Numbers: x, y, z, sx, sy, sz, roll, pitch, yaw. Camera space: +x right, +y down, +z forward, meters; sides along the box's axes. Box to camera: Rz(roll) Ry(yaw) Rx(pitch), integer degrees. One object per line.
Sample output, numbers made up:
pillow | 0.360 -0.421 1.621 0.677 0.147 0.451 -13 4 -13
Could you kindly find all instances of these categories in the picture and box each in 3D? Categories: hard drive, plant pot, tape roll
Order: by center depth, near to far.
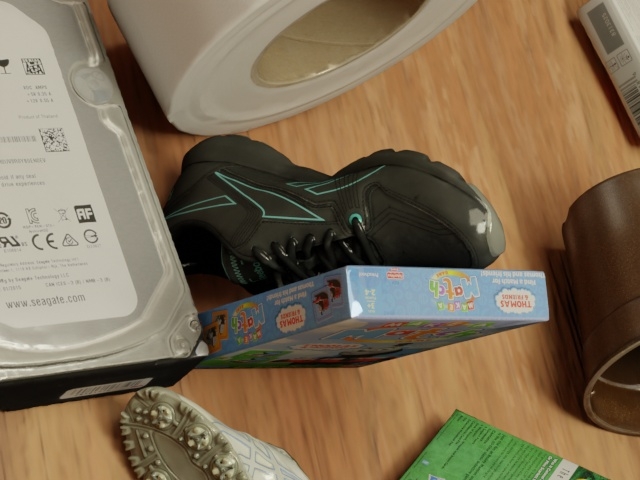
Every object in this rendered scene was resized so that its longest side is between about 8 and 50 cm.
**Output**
hard drive | -0.230 -0.053 1.272 0.237 0.064 0.339 -5 65 -38
tape roll | -0.003 -0.189 1.367 0.286 0.286 0.100 -16 72 -41
plant pot | 0.270 0.041 1.513 0.167 0.167 0.165 12 49 -30

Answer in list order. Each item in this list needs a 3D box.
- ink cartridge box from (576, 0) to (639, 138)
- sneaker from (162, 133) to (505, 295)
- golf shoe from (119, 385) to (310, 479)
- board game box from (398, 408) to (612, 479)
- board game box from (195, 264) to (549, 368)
ink cartridge box | 0.318 -0.153 1.759 0.179 0.045 0.145 2 59 -56
sneaker | 0.000 0.000 1.304 0.106 0.267 0.101 -54 135 -34
golf shoe | -0.057 0.156 1.278 0.176 0.069 0.086 43 22 -5
board game box | 0.089 0.222 1.306 0.136 0.030 0.260 22 42 23
board game box | 0.022 0.053 1.282 0.160 0.211 0.039 2 76 -34
